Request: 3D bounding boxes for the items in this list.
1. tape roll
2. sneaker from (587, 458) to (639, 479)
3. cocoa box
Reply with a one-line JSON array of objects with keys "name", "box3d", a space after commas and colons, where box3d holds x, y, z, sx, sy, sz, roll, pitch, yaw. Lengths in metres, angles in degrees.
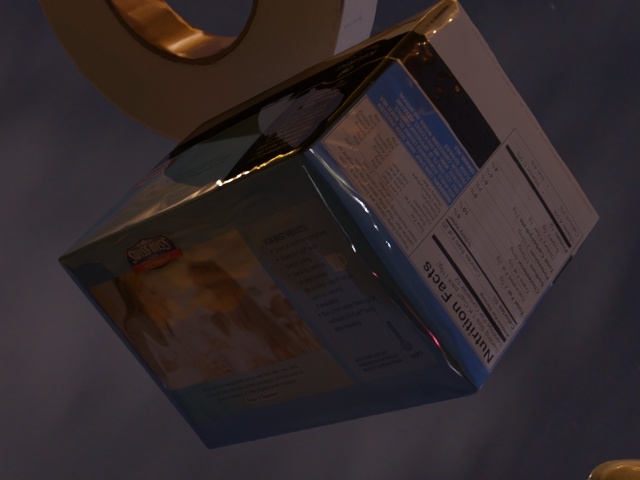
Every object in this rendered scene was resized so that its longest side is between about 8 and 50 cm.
[{"name": "tape roll", "box3d": [-0.123, -0.276, 1.356, 0.392, 0.391, 0.072, 11, -149, 31]}, {"name": "sneaker", "box3d": [0.023, 0.175, 0.443, 0.292, 0.110, 0.118, -34, -107, 11]}, {"name": "cocoa box", "box3d": [0.000, 0.000, 1.163, 0.347, 0.231, 0.228, -20, -158, 48]}]
